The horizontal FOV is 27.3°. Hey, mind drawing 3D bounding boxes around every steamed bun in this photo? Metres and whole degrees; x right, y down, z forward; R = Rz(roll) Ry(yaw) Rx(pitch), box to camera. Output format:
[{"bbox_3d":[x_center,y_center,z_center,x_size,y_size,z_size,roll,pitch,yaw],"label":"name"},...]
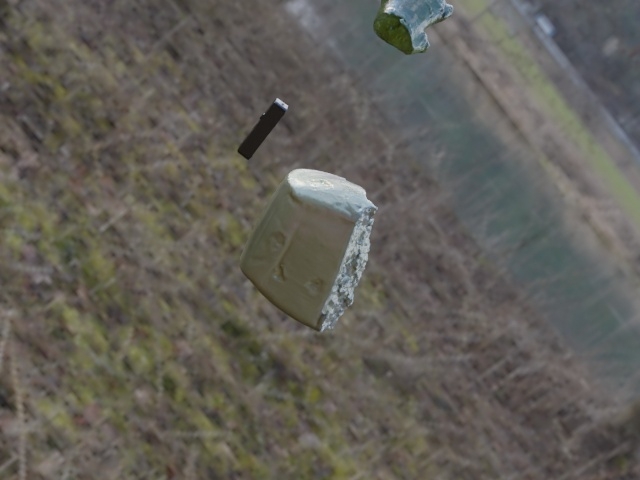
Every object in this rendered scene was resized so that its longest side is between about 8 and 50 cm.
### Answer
[{"bbox_3d":[0.000,0.000,2.106,0.200,0.225,0.170,34,21,11],"label":"steamed bun"}]

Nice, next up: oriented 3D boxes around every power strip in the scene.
[{"bbox_3d":[-0.096,-0.186,2.186,0.029,0.111,0.038,37,15,-9],"label":"power strip"}]

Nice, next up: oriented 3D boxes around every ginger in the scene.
[{"bbox_3d":[0.172,-0.453,2.353,0.089,0.137,0.290,92,5,-59],"label":"ginger"}]
